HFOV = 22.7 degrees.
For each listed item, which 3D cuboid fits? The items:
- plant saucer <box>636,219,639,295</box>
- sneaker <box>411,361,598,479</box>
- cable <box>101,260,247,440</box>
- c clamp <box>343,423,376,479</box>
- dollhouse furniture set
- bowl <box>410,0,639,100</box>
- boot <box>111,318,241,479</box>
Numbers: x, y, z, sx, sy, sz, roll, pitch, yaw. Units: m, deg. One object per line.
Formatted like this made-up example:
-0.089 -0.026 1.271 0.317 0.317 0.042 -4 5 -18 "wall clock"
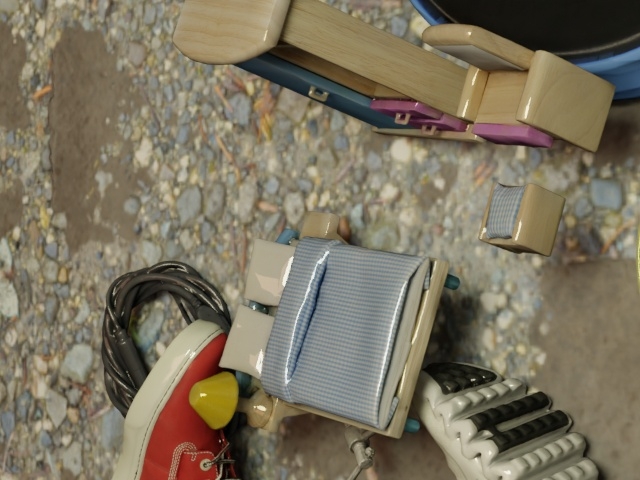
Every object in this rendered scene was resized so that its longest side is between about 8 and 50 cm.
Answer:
0.316 0.010 1.015 0.241 0.037 0.241 -2 87 40 "plant saucer"
0.153 0.200 1.105 0.292 0.110 0.118 47 125 31 "sneaker"
-0.129 0.106 1.382 0.184 0.047 0.150 53 124 23 "cable"
0.025 0.105 1.234 0.137 0.022 0.161 -51 36 32 "c clamp"
0.000 0.000 1.098 0.286 0.198 0.303 11 83 58 "dollhouse furniture set"
0.194 -0.294 1.106 0.391 0.077 0.391 -2 86 39 "bowl"
-0.075 0.194 1.278 0.176 0.088 0.244 30 120 18 "boot"
